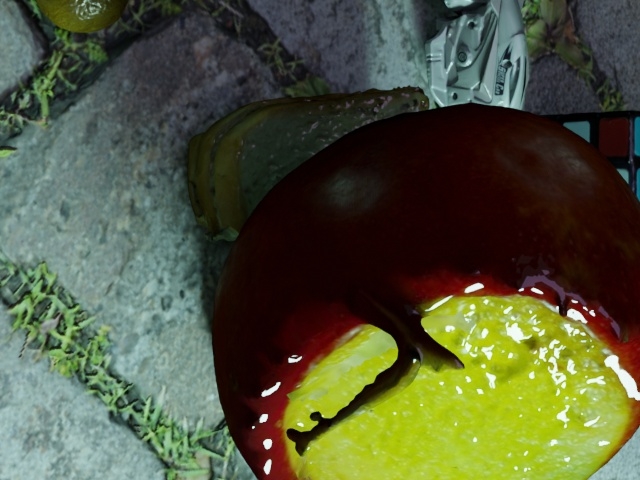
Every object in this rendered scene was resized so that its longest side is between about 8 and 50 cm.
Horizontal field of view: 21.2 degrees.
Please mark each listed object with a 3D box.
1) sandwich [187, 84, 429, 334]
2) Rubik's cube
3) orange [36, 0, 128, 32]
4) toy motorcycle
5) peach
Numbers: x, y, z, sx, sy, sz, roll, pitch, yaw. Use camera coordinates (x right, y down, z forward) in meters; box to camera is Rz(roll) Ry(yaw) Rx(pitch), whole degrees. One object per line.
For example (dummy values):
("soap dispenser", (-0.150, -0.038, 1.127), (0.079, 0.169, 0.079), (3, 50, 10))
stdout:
("sandwich", (0.001, 0.000, 1.593), (0.249, 0.095, 0.273), (-11, 95, -33))
("Rubik's cube", (0.322, -0.052, 1.795), (0.160, 0.163, 0.162), (-1, 92, -37))
("orange", (-0.205, -0.225, 1.458), (0.085, 0.085, 0.095), (-16, 90, -36))
("toy motorcycle", (0.167, -0.182, 1.716), (0.112, 0.112, 0.254), (-10, 95, -37))
("peach", (0.087, 0.054, 1.398), (0.335, 0.406, 0.310), (12, 52, -21))
